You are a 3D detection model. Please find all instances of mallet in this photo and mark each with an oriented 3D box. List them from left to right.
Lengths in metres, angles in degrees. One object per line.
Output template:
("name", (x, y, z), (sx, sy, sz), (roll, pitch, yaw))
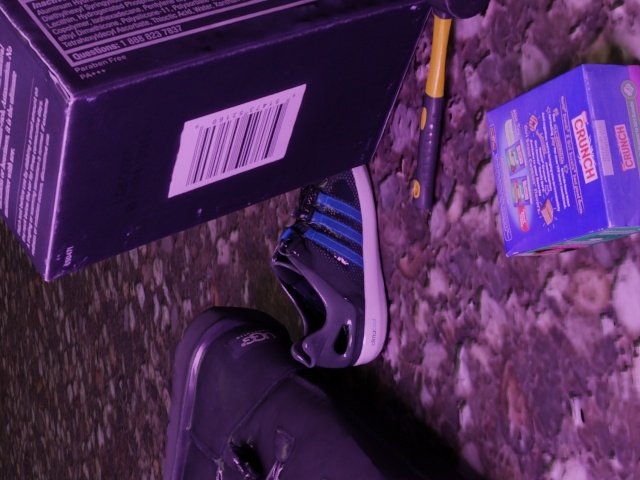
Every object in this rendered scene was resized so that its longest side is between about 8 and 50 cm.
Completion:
("mallet", (0.075, -0.113, 0.884), (0.062, 0.039, 0.190), (-123, 32, -45))

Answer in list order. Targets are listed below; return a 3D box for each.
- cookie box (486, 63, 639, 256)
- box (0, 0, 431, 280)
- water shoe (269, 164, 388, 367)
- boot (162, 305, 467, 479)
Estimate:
("cookie box", (0.142, -0.043, 0.729), (0.107, 0.040, 0.092), (159, 105, -66))
("box", (-0.134, -0.169, 0.934), (0.294, 0.296, 0.183), (51, 143, 26))
("water shoe", (0.000, 0.000, 1.019), (0.073, 0.080, 0.203), (141, 121, -62))
("boot", (0.013, 0.292, 1.008), (0.445, 0.146, 0.367), (32, 130, 54))
